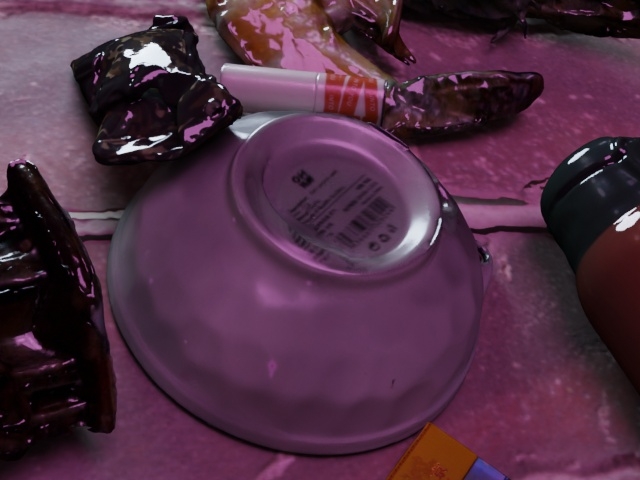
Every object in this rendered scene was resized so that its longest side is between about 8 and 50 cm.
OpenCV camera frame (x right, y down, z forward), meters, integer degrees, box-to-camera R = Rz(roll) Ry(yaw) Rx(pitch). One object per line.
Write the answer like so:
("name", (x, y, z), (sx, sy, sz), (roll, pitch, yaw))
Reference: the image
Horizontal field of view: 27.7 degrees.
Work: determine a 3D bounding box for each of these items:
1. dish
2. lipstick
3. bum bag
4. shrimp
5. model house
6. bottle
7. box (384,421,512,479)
("dish", (0.000, 0.000, 0.899), (0.303, 0.120, 0.303), (10, 50, -12))
("lipstick", (-0.013, -0.115, 1.025), (0.131, 0.038, 0.038), (7, 48, 3))
("bum bag", (-0.124, -0.111, 0.945), (0.102, 0.069, 0.248), (-31, 26, 0))
("shrimp", (0.120, -0.195, 1.139), (0.445, 0.085, 0.272), (2, 56, -15))
("model house", (-0.215, 0.054, 0.780), (0.152, 0.106, 0.165), (-14, 53, -32))
("bottle", (0.277, 0.067, 0.933), (0.144, 0.144, 0.336), (-13, 54, -29))
("box", (0.111, 0.193, 0.841), (0.155, 0.023, 0.087), (34, 51, 10))
